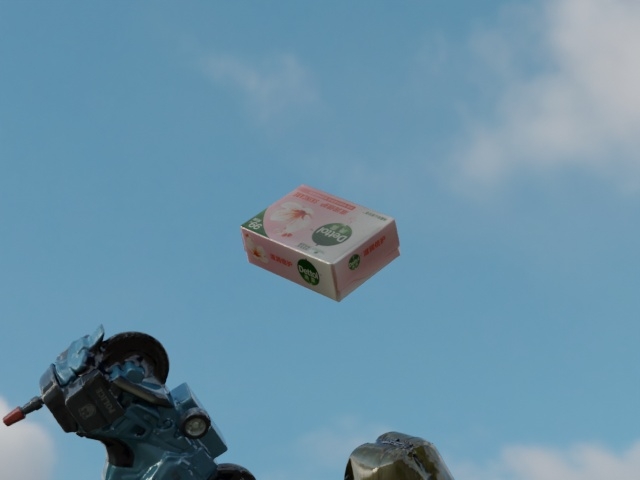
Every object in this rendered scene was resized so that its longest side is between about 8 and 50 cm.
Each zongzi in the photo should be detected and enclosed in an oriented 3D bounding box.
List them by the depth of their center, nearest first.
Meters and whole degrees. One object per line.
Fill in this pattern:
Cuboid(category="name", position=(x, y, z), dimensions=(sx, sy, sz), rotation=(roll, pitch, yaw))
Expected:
Cuboid(category="zongzi", position=(0.165, 0.334, 1.779), dimensions=(0.289, 0.260, 0.123), rotation=(-6, 1, -40))

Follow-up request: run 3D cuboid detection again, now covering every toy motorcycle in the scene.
Cuboid(category="toy motorcycle", position=(-0.190, 0.214, 1.549), dimensions=(0.182, 0.123, 0.272), rotation=(-32, -65, -2))

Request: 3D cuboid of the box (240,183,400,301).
Cuboid(category="box", position=(0.000, 0.000, 1.438), dimensions=(0.125, 0.089, 0.043), rotation=(21, -45, 39))
